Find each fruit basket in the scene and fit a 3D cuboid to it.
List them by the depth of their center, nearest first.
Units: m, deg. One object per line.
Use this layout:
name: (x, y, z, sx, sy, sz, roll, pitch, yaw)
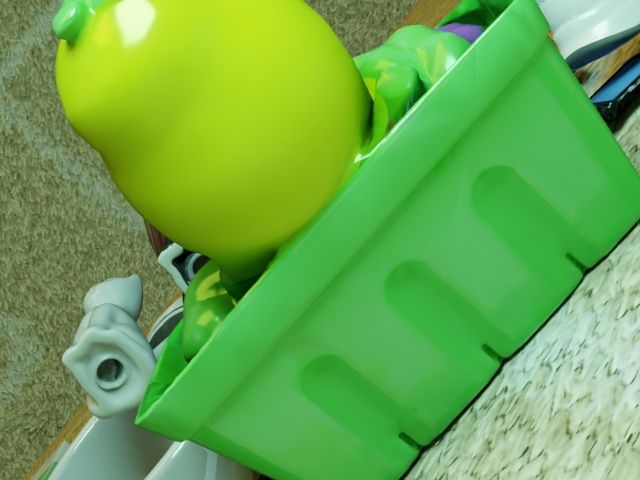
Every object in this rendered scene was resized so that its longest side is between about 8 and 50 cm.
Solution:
fruit basket: (-0.016, -0.045, 0.794, 0.392, 0.392, 0.283, -49, 8, 6)

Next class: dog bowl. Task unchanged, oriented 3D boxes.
dog bowl: (-0.144, 0.207, 1.088, 0.349, 0.102, 0.349, -42, 17, 16)

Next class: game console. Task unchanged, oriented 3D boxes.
game console: (0.216, -0.134, 0.962, 0.122, 0.107, 0.071, -96, 19, -86)

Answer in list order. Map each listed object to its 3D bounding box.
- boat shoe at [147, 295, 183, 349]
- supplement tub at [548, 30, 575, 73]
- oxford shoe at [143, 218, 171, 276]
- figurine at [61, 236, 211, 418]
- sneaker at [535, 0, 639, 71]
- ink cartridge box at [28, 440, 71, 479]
boat shoe: (-0.122, 0.122, 1.390, 0.335, 0.121, 0.119, -33, 17, 43)
supplement tub: (0.154, -0.131, 1.132, 0.190, 0.117, 0.117, -49, 8, 11)
oxford shoe: (-0.056, 0.015, 1.274, 0.348, 0.123, 0.130, 20, 43, 41)
figurine: (-0.161, 0.045, 1.145, 0.215, 0.092, 0.209, -46, 19, 8)
sneaker: (0.271, -0.268, 1.029, 0.111, 0.129, 0.297, -32, 8, 49)
ink cartridge box: (-0.445, 0.440, 1.830, 0.212, 0.093, 0.154, -49, 9, 16)
